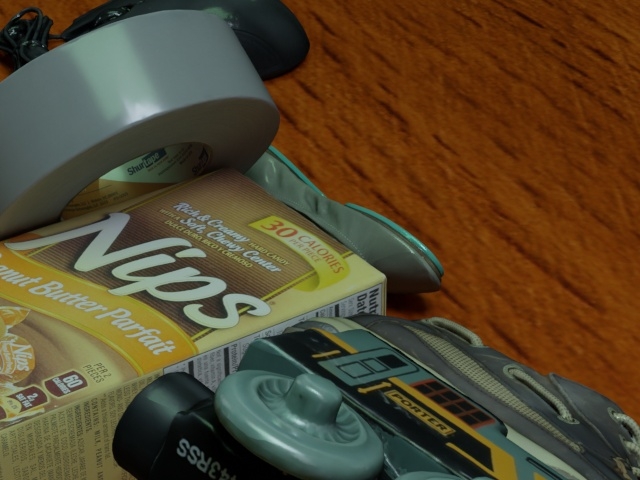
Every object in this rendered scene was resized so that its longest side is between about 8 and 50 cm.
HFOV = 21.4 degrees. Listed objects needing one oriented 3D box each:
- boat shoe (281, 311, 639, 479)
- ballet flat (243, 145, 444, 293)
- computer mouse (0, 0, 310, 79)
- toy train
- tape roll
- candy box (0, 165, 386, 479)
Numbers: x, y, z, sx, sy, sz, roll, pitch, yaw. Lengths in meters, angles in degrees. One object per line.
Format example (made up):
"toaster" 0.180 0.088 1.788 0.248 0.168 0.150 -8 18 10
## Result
"boat shoe" 0.121 0.129 0.912 0.130 0.132 0.355 -20 40 -34
"ballet flat" 0.000 0.000 1.197 0.068 0.072 0.213 -43 45 -12
"computer mouse" -0.142 -0.181 1.467 0.272 0.072 0.188 -8 32 -13
"toy train" 0.068 0.153 0.722 0.334 0.142 0.190 32 19 25
"tape roll" -0.139 -0.063 1.138 0.219 0.219 0.072 -20 73 -29
"candy box" -0.137 0.065 1.052 0.316 0.087 0.183 -21 37 -30
